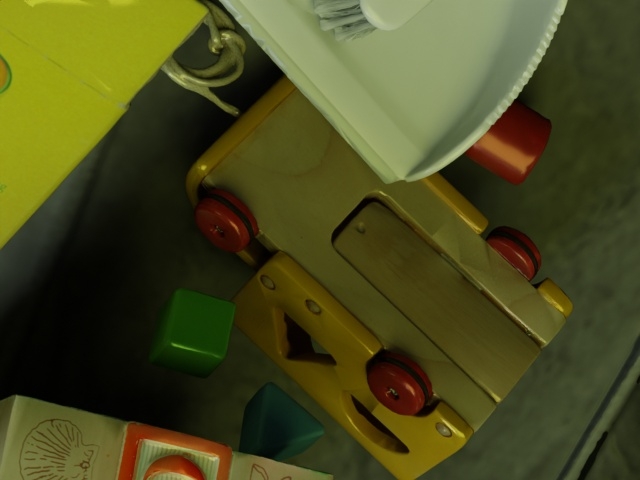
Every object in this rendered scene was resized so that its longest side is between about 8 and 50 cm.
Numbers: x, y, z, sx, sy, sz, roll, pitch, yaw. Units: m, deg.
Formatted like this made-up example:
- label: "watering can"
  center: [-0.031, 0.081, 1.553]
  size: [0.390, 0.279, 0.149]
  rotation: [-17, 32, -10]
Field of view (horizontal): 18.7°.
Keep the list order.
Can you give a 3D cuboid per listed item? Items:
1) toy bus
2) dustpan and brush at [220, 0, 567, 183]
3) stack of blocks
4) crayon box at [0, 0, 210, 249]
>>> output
- label: "toy bus"
  center: [0.005, 0.012, 0.856]
  size: [0.191, 0.202, 0.104]
  rotation: [4, 156, -21]
- label: "dustpan and brush"
  center: [0.067, -0.141, 0.788]
  size: [0.211, 0.060, 0.147]
  rotation: [-46, 107, -9]
- label: "stack of blocks"
  center: [-0.102, 0.143, 0.826]
  size: [0.171, 0.087, 0.297]
  rotation: [16, 162, -22]
- label: "crayon box"
  center: [-0.221, -0.046, 0.778]
  size: [0.202, 0.081, 0.318]
  rotation: [34, 112, -30]
